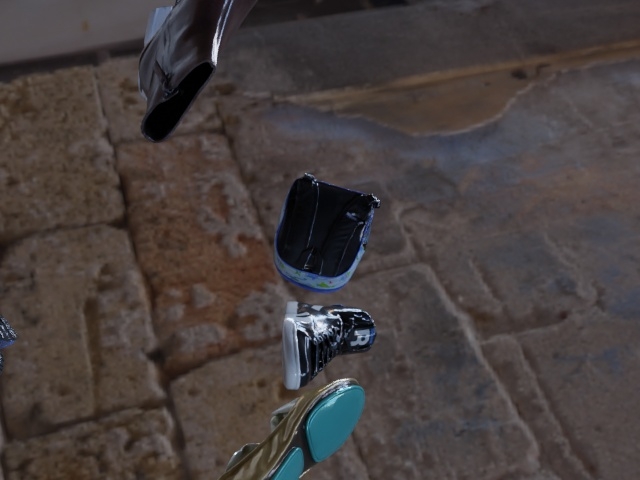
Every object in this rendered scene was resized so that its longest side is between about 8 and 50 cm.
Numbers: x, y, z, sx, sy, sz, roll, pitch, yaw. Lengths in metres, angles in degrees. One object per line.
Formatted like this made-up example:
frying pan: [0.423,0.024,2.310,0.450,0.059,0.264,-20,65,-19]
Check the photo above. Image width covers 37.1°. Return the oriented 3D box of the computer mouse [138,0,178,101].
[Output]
computer mouse: [-0.189,-0.263,1.232,0.042,0.106,0.192,-131,-132,-65]

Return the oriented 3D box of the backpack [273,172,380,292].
backpack: [0.000,0.000,1.077,0.084,0.105,0.114,105,3,-64]

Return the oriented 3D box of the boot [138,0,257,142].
boot: [-0.112,-0.237,1.042,0.248,0.090,0.206,-45,-150,24]

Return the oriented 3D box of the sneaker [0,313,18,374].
sneaker: [-0.370,0.104,0.966,0.083,0.087,0.221,58,-3,-12]

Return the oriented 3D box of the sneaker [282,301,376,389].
sneaker: [0.013,0.124,1.210,0.217,0.121,0.079,-93,-177,-75]

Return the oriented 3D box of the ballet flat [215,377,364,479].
ballet flat: [-0.037,0.204,0.965,0.073,0.232,0.080,9,-62,29]
